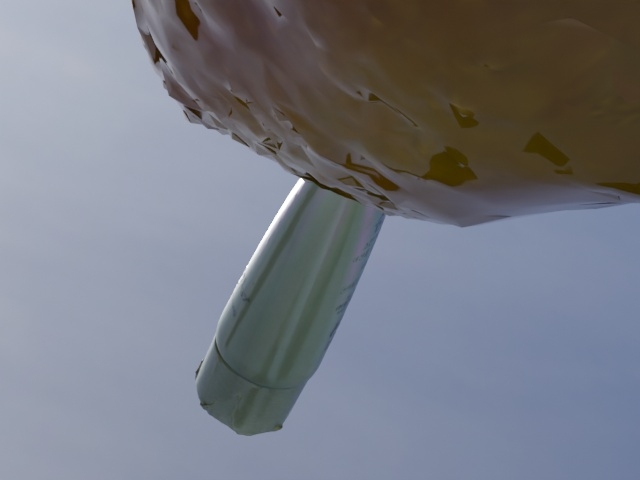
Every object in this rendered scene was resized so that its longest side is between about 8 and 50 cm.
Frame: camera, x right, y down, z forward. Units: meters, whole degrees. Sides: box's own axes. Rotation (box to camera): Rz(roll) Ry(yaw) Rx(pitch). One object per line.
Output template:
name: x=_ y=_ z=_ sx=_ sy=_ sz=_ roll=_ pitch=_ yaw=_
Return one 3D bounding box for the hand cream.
hand cream: x=0.000 y=0.000 z=0.800 sx=0.050 sy=0.205 sz=0.078 roll=32 pitch=-144 yaw=8

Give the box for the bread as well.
bread: x=0.096 y=-0.186 z=0.479 sx=0.250 sy=0.394 sz=0.361 roll=28 pitch=166 yaw=-13
